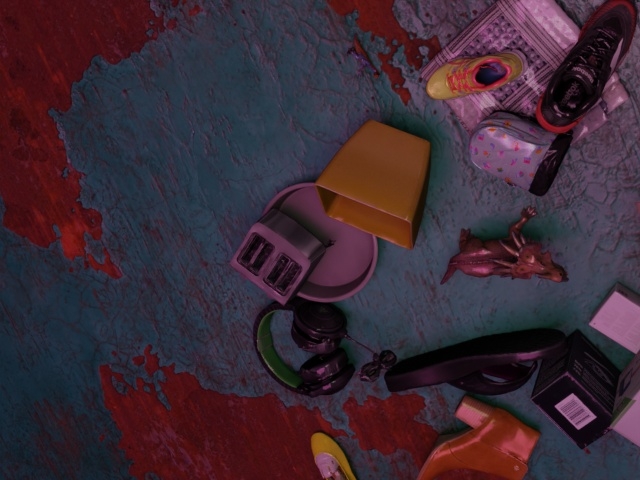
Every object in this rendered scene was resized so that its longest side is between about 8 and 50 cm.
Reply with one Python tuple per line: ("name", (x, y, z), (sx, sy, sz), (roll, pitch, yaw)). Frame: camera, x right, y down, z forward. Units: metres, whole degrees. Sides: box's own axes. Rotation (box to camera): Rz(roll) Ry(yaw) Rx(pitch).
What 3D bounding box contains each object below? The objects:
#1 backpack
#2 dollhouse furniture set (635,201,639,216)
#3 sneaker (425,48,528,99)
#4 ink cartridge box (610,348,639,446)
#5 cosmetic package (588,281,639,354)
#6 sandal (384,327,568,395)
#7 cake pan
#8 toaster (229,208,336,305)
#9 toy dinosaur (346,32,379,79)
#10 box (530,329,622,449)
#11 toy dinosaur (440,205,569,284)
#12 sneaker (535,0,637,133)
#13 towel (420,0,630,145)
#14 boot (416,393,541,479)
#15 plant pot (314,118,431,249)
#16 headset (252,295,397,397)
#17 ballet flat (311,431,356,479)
("backpack", (0.386, -0.182, 1.748), (0.182, 0.115, 0.152), (29, 122, 15))
("dollhouse furniture set", (0.771, -0.006, 1.725), (0.212, 0.161, 0.242), (-23, 78, 27))
("sneaker", (0.297, -0.325, 1.744), (0.208, 0.094, 0.081), (-15, 105, 30))
("ink cartridge box", (0.658, 0.287, 1.743), (0.093, 0.212, 0.154), (33, 120, 10))
("cosmetic package", (0.693, 0.195, 1.848), (0.239, 0.060, 0.099), (33, 118, 7))
("sandal", (0.353, 0.286, 1.967), (0.445, 0.167, 0.107), (-19, 96, 36))
("cake pan", (0.000, 0.000, 2.055), (0.293, 0.054, 0.293), (7, 112, 19))
("toaster", (-0.092, 0.035, 2.012), (0.168, 0.110, 0.186), (37, 118, 4))
("toy dinosaur", (0.095, -0.383, 1.882), (0.082, 0.047, 0.090), (21, 106, -7))
("box", (0.547, 0.310, 1.868), (0.153, 0.207, 0.108), (45, 119, 2))
("toy dinosaur", (0.360, 0.036, 1.842), (0.295, 0.200, 0.127), (-15, 103, 26))
("sneaker", (0.497, -0.324, 1.625), (0.097, 0.135, 0.276), (33, 99, 6))
("towel", (0.405, -0.312, 1.775), (0.312, 0.056, 0.324), (-39, 93, 29))
("boot", (0.369, 0.518, 2.077), (0.211, 0.104, 0.295), (31, 114, 9))
("plant pot", (0.130, -0.127, 1.858), (0.212, 0.212, 0.187), (22, 77, 13))
("headset", (-0.006, 0.268, 2.085), (0.394, 0.185, 0.243), (2, 111, 33))
("ballet flat", (0.041, 0.597, 2.252), (0.077, 0.077, 0.231), (-27, 98, 29))
